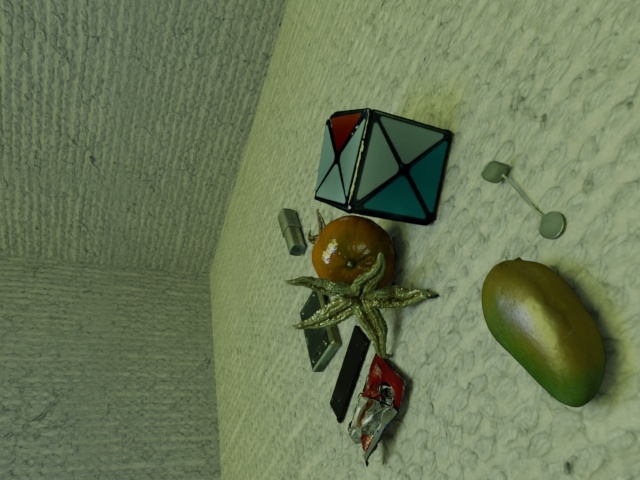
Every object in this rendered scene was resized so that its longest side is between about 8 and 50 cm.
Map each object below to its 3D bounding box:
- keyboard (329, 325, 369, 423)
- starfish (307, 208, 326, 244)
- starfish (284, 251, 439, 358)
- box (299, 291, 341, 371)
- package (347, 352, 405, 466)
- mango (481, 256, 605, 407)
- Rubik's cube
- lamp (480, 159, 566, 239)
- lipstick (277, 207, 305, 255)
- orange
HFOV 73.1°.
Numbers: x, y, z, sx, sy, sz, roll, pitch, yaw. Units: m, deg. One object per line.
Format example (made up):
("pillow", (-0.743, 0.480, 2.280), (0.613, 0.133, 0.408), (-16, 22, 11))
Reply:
("keyboard", (0.088, 0.424, 1.357), (0.101, 0.018, 0.309), (-130, 52, -61))
("starfish", (0.007, 0.001, 1.627), (0.213, 0.057, 0.238), (12, 98, 59))
("starfish", (0.088, 0.144, 1.098), (0.347, 0.358, 0.078), (-58, 7, 37))
("box", (-0.009, 0.317, 1.577), (0.270, 0.045, 0.211), (-106, 34, -42))
("package", (0.149, 0.454, 1.164), (0.194, 0.071, 0.269), (27, 95, 63))
("mango", (0.358, 0.140, 0.707), (0.156, 0.114, 0.251), (-58, 32, 31))
("Rubik's cube", (0.150, -0.190, 1.114), (0.250, 0.246, 0.248), (-150, 68, -65))
("lamp", (0.378, -0.078, 0.811), (0.050, 0.056, 0.198), (-62, 34, 34))
("lipstick", (-0.126, -0.038, 1.912), (0.077, 0.079, 0.253), (-65, 31, 33))
("orange", (0.093, 0.050, 1.192), (0.171, 0.240, 0.240), (-74, -2, -75))
